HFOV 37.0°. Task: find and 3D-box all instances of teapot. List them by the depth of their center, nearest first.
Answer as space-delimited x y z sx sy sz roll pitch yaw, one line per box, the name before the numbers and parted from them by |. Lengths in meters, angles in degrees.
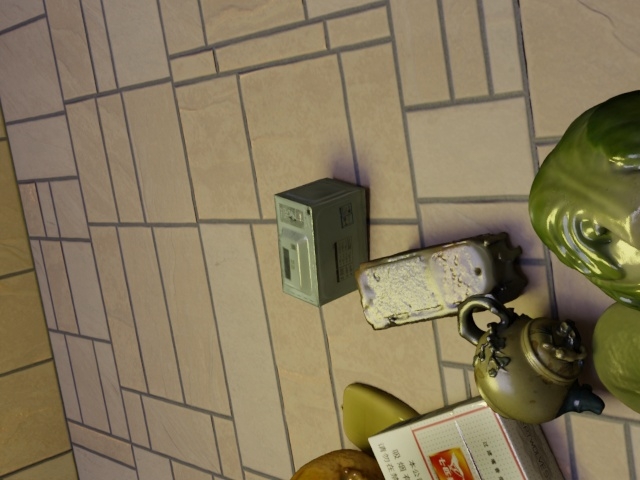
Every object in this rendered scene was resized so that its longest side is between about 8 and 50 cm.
teapot | 0.332 0.180 1.502 0.269 0.173 0.182 48 132 5

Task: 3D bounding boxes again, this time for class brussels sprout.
brussels sprout | 0.430 -0.047 1.189 0.289 0.355 0.281 35 104 -2

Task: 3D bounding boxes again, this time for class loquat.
loquat | 0.056 0.563 1.920 0.276 0.276 0.284 30 148 41

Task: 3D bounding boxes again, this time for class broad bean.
broad bean | 0.488 0.175 1.358 0.263 0.121 0.189 13 118 51

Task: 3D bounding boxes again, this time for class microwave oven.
microwave oven | 0.000 0.000 1.861 0.122 0.162 0.208 20 122 46

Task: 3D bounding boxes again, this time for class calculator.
calculator | 0.119 0.382 1.948 0.236 0.033 0.157 19 118 46

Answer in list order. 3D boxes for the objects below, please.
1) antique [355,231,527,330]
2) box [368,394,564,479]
antique | 0.214 0.067 1.653 0.284 0.150 0.125 -14 91 44
box | 0.257 0.401 1.718 0.330 0.095 0.210 -30 81 44
